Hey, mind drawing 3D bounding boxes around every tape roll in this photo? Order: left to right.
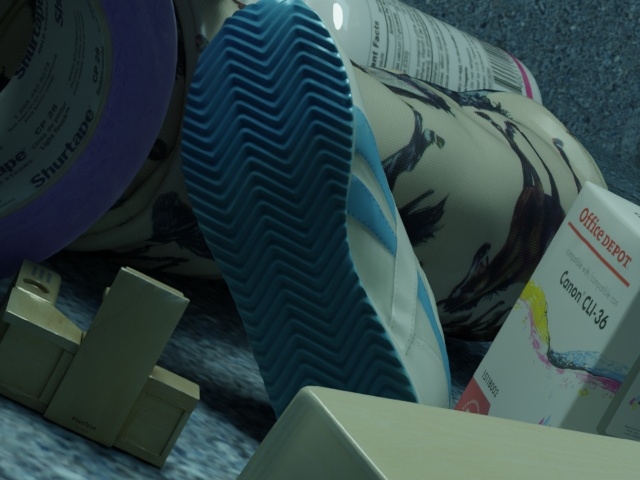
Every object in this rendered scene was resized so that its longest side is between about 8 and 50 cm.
[{"bbox_3d":[-0.160,-0.078,0.744,0.189,0.189,0.080,19,15,-40],"label":"tape roll"}]

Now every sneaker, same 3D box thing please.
[{"bbox_3d":[0.000,0.000,0.842,0.092,0.087,0.228,3,73,-73],"label":"sneaker"}]

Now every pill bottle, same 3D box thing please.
[{"bbox_3d":[0.016,-0.111,1.351,0.283,0.160,0.160,20,15,-35],"label":"pill bottle"}]

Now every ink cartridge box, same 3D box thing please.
[{"bbox_3d":[0.143,0.048,0.887,0.067,0.198,0.115,25,12,-18],"label":"ink cartridge box"}]

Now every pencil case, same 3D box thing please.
[{"bbox_3d":[-0.009,-0.047,1.030,0.410,0.160,0.183,15,18,-49],"label":"pencil case"}]

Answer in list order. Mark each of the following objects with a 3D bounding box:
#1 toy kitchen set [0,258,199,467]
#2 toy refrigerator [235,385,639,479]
[{"bbox_3d":[-0.086,0.034,0.736,0.083,0.068,0.075,27,12,-11],"label":"toy kitchen set"},{"bbox_3d":[0.082,0.133,0.663,0.269,0.094,0.102,14,26,-49],"label":"toy refrigerator"}]
